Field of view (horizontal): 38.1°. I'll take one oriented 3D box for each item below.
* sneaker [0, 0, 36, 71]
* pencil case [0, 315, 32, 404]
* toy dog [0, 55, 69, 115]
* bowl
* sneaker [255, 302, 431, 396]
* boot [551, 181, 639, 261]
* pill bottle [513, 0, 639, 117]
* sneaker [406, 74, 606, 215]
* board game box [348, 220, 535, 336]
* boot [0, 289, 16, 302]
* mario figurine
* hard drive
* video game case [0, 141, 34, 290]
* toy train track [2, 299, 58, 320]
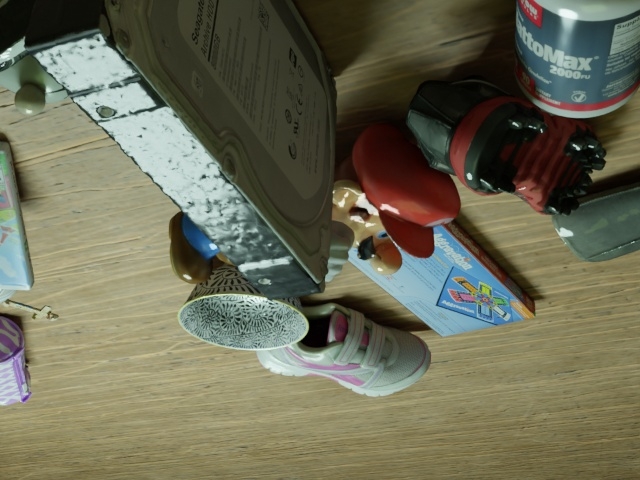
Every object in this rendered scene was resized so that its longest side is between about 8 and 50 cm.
[{"bbox_3d":[-0.199,-0.186,0.745,0.178,0.072,0.077,-33,152,7],"label":"sneaker"},{"bbox_3d":[-0.499,0.194,1.450,0.088,0.086,0.206,38,151,10],"label":"pencil case"},{"bbox_3d":[-0.393,-0.137,0.806,0.333,0.161,0.220,-7,148,18],"label":"toy dog"},{"bbox_3d":[-0.098,0.075,1.214,0.170,0.080,0.170,2,149,1],"label":"bowl"},{"bbox_3d":[0.038,0.149,1.305,0.252,0.103,0.111,7,151,-7],"label":"sneaker"},{"bbox_3d":[0.389,-0.016,1.014,0.189,0.076,0.208,38,130,-23],"label":"boot"},{"bbox_3d":[0.204,-0.188,0.707,0.107,0.108,0.180,-2,149,9],"label":"pill bottle"},{"bbox_3d":[0.176,-0.093,0.883,0.135,0.098,0.276,35,-164,34],"label":"sneaker"},{"bbox_3d":[0.155,0.048,1.195,0.145,0.027,0.281,-15,145,31],"label":"board game box"},{"bbox_3d":[-0.504,0.007,1.152,0.258,0.095,0.123,7,142,-19],"label":"boot"},{"bbox_3d":[0.000,0.000,0.977,0.320,0.198,0.170,-12,134,32],"label":"mario figurine"},{"bbox_3d":[-0.075,-0.132,0.708,0.064,0.237,0.339,-10,146,21],"label":"hard drive"},{"bbox_3d":[-0.446,-0.028,1.056,0.212,0.023,0.193,2,125,1],"label":"video game case"},{"bbox_3d":[-0.429,0.106,1.368,0.083,0.014,0.048,23,144,-28],"label":"toy train track"}]
